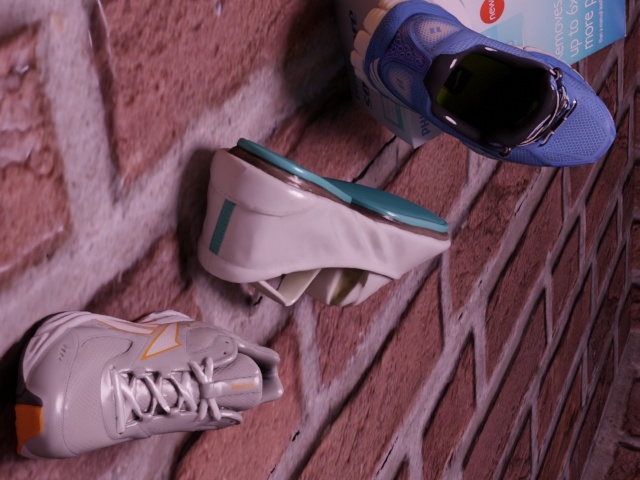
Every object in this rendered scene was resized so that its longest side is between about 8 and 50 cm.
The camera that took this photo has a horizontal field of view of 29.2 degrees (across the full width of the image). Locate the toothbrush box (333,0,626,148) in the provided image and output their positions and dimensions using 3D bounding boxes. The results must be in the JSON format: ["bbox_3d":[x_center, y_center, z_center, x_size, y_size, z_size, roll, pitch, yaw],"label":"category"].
[{"bbox_3d":[0.166,-0.267,1.280,0.295,0.126,0.216,-27,132,-18],"label":"toothbrush box"}]

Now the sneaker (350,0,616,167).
[{"bbox_3d":[0.182,-0.126,1.194,0.330,0.147,0.130,14,112,-40],"label":"sneaker"}]

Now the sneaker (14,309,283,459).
[{"bbox_3d":[-0.111,0.098,0.876,0.262,0.121,0.099,-14,107,-67],"label":"sneaker"}]

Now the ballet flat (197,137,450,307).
[{"bbox_3d":[0.000,0.000,1.158,0.400,0.139,0.139,13,83,-64],"label":"ballet flat"}]
